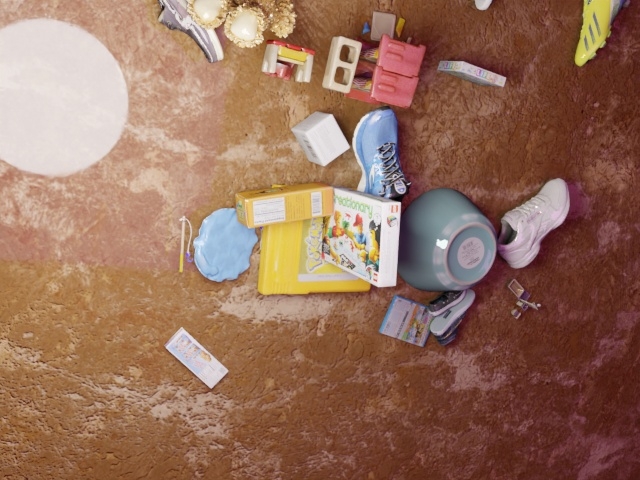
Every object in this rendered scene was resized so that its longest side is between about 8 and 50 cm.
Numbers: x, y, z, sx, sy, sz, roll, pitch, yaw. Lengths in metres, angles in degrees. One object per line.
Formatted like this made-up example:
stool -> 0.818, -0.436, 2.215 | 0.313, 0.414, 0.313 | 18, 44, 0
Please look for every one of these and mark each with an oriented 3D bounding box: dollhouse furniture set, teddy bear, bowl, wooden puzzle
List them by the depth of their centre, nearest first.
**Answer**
teddy bear -> -0.161, -0.526, 1.566 | 0.245, 0.338, 0.113 | 10, 138, -8
dollhouse furniture set -> 0.038, -0.434, 1.717 | 0.374, 0.201, 0.152 | 10, 100, -22
wooden puzzle -> 0.161, -0.549, 1.846 | 0.116, 0.014, 0.079 | 7, 96, -28
bowl -> 0.375, 0.018, 2.025 | 0.311, 0.163, 0.312 | -7, 107, -24
dollhouse furniture set -> 0.627, 0.186, 2.244 | 0.091, 0.081, 0.114 | -50, 119, -7

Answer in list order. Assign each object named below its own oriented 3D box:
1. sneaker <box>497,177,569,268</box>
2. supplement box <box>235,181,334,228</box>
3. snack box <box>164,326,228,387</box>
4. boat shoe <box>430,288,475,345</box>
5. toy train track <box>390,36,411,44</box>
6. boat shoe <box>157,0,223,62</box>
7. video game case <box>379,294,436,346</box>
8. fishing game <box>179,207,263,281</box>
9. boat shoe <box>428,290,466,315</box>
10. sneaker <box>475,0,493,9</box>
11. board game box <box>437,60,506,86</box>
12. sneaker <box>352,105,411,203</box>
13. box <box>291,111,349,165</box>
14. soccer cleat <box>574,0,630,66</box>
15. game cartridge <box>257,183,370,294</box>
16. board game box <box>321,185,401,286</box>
sneaker -> 0.637, -0.067, 2.160 | 0.152, 0.114, 0.305 | 35, 87, -31
supplement box -> -0.086, -0.088, 1.749 | 0.233, 0.078, 0.080 | -8, 107, -25
snack box -> -0.315, 0.301, 1.831 | 0.064, 0.022, 0.178 | -45, 119, -9
boat shoe -> 0.402, 0.230, 2.160 | 0.183, 0.065, 0.083 | -44, 135, -14
toy train track -> 0.209, -0.512, 1.871 | 0.083, 0.014, 0.048 | 3, 119, -38
boat shoe -> -0.317, -0.505, 1.569 | 0.092, 0.103, 0.285 | -36, 113, -8
video game case -> 0.261, 0.238, 2.111 | 0.166, 0.015, 0.119 | 22, 93, -30
fishing game -> -0.236, 0.011, 1.774 | 0.264, 0.041, 0.189 | -9, 107, -40
boat shoe -> 0.375, 0.170, 2.122 | 0.142, 0.049, 0.040 | -33, 125, -24
sneaker -> 0.516, -0.742, 1.918 | 0.147, 0.104, 0.296 | 17, 92, -24
board game box -> 0.410, -0.452, 1.946 | 0.154, 0.103, 0.026 | 11, 99, -29
sneaker -> 0.169, -0.175, 1.785 | 0.129, 0.147, 0.330 | -21, 126, -24
box -> -0.001, -0.256, 1.792 | 0.087, 0.102, 0.101 | -37, 116, -11
soccer cleat -> 0.813, -0.655, 2.121 | 0.121, 0.093, 0.289 | 28, 95, 0
game cartridge -> 0.000, 0.000, 1.881 | 0.323, 0.052, 0.285 | 0, 101, -30
board game box -> 0.091, -0.019, 1.725 | 0.053, 0.305, 0.193 | -3, 102, -25
